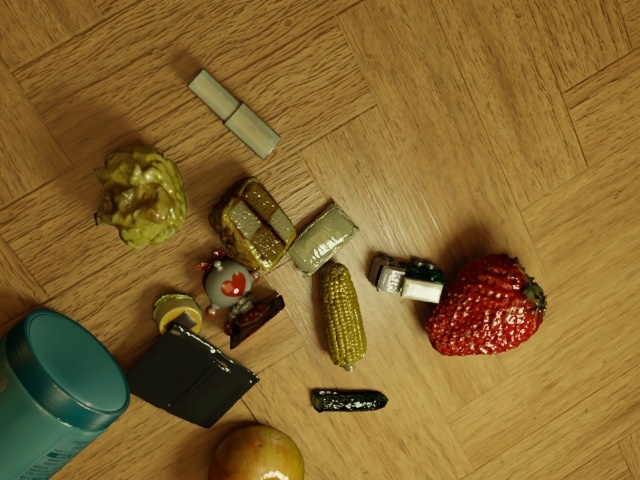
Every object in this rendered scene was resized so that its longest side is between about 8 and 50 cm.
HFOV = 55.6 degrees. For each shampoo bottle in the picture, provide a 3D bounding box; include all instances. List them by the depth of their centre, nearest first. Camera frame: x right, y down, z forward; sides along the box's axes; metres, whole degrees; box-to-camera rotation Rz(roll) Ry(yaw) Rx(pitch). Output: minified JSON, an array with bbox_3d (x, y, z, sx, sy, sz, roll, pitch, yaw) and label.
[{"bbox_3d":[-0.699,0.400,1.456,0.342,0.331,0.331,-42,111,2],"label":"shampoo bottle"}]

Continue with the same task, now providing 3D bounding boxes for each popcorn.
[{"bbox_3d":[-0.433,-0.105,1.439,0.225,0.249,0.250,-4,107,1],"label":"popcorn"}]

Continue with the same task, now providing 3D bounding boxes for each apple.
[{"bbox_3d":[-0.180,0.671,1.715,0.285,0.233,0.286,-4,105,-14],"label":"apple"}]

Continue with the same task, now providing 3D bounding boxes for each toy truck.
[{"bbox_3d":[0.255,0.113,1.724,0.215,0.116,0.110,13,102,-17],"label":"toy truck"}]

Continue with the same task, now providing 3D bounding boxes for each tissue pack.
[{"bbox_3d":[0.277,0.137,1.664,0.108,0.023,0.056,9,104,-9],"label":"tissue pack"}]

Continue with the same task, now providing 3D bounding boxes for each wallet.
[{"bbox_3d":[-0.349,0.381,1.661,0.247,0.041,0.323,-46,123,9],"label":"wallet"}]

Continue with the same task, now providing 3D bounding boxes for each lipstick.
[{"bbox_3d":[-0.215,-0.314,1.505,0.253,0.079,0.077,41,94,-19],"label":"lipstick"}]

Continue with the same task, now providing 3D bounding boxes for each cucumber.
[{"bbox_3d":[0.095,0.484,1.819,0.245,0.067,0.067,4,105,-14],"label":"cucumber"}]

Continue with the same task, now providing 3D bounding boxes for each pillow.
[{"bbox_3d":[0.000,0.000,1.662,0.208,0.053,0.119,-40,107,0],"label":"pillow"}]

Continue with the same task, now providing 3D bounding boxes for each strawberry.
[{"bbox_3d":[0.471,0.215,1.739,0.351,0.267,0.312,-39,142,13],"label":"strawberry"}]

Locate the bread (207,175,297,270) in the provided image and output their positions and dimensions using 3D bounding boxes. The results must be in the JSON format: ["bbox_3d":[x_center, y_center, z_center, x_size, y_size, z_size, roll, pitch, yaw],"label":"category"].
[{"bbox_3d":[-0.173,-0.039,1.557,0.181,0.096,0.222,-48,113,-29],"label":"bread"}]

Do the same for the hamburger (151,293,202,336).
[{"bbox_3d":[-0.381,0.201,1.611,0.141,0.081,0.126,36,98,-33],"label":"hamburger"}]

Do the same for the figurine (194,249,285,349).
[{"bbox_3d":[-0.236,0.133,1.604,0.183,0.160,0.226,-39,102,-1],"label":"figurine"}]

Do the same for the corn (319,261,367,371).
[{"bbox_3d":[0.059,0.219,1.708,0.119,0.119,0.322,-15,106,-9],"label":"corn"}]
